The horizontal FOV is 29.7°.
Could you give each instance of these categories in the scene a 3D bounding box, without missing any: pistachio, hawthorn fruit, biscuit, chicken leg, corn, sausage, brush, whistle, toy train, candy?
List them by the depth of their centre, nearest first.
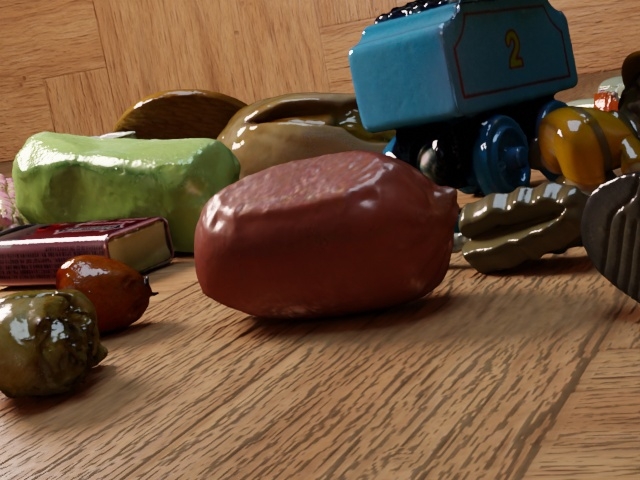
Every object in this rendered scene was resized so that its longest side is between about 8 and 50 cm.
[{"bbox_3d":[-0.239,0.082,1.022,0.103,0.088,0.228,-23,7,-14],"label":"chicken leg"},{"bbox_3d":[0.000,0.000,1.051,0.255,0.148,0.148,-8,10,20],"label":"sausage"},{"bbox_3d":[0.133,0.003,1.153,0.301,0.071,0.084,-14,-10,38],"label":"brush"},{"bbox_3d":[-0.204,0.050,1.157,0.093,0.081,0.081,-10,10,-3],"label":"hawthorn fruit"},{"bbox_3d":[0.183,-0.172,1.467,0.188,0.265,0.300,-6,8,41],"label":"toy train"},{"bbox_3d":[-0.257,-0.067,1.587,0.344,0.142,0.132,7,41,34],"label":"candy"},{"bbox_3d":[-0.472,-0.024,1.749,0.127,0.126,0.335,-13,14,-15],"label":"corn"},{"bbox_3d":[0.456,-0.190,1.762,0.106,0.101,0.253,-23,18,-40],"label":"whistle"},{"bbox_3d":[-0.013,-0.129,1.789,0.288,0.166,0.197,3,-30,-1],"label":"pistachio"},{"bbox_3d":[-0.198,-0.150,1.908,0.262,0.262,0.037,-9,52,9],"label":"biscuit"}]

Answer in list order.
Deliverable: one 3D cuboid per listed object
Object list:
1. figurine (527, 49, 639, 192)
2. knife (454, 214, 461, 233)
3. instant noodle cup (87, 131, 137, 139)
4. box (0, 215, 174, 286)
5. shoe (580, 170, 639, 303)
[{"bbox_3d":[0.366,-0.127,1.320,0.257,0.167,0.192,-16,24,-17],"label":"figurine"},{"bbox_3d":[0.070,0.000,1.274,0.297,0.026,0.044,-11,-17,-6],"label":"knife"},{"bbox_3d":[-0.341,-0.077,1.808,0.205,0.153,0.205,-11,8,2],"label":"instant noodle cup"},{"bbox_3d":[-0.302,0.015,1.491,0.224,0.069,0.120,-1,13,36],"label":"box"},{"bbox_3d":[0.336,-0.005,0.833,0.149,0.109,0.293,-15,15,-39],"label":"shoe"}]
